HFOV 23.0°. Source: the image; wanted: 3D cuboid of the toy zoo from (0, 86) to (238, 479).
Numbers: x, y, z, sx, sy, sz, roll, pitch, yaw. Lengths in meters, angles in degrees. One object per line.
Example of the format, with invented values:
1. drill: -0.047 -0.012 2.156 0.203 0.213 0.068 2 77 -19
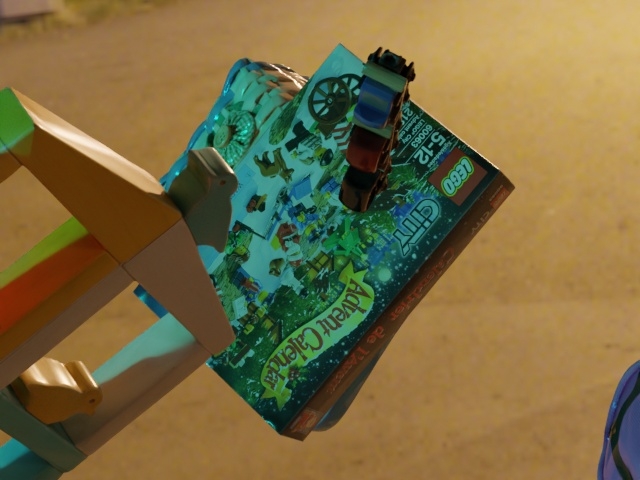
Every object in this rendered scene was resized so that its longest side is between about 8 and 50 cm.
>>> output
1. toy zoo: -0.157 0.056 0.664 0.293 0.192 0.030 -39 54 -1

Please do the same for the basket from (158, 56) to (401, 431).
1. basket: -0.015 -0.005 1.419 0.201 0.254 0.289 11 29 -51

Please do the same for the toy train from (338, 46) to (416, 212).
1. toy train: 0.027 -0.055 0.847 0.027 0.158 0.036 27 67 8

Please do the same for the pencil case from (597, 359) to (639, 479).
1. pencil case: 0.227 0.111 0.664 0.209 0.095 0.098 15 10 -10

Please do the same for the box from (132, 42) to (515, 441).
1. box: 0.000 0.000 1.099 0.159 0.233 0.044 41 3 26
